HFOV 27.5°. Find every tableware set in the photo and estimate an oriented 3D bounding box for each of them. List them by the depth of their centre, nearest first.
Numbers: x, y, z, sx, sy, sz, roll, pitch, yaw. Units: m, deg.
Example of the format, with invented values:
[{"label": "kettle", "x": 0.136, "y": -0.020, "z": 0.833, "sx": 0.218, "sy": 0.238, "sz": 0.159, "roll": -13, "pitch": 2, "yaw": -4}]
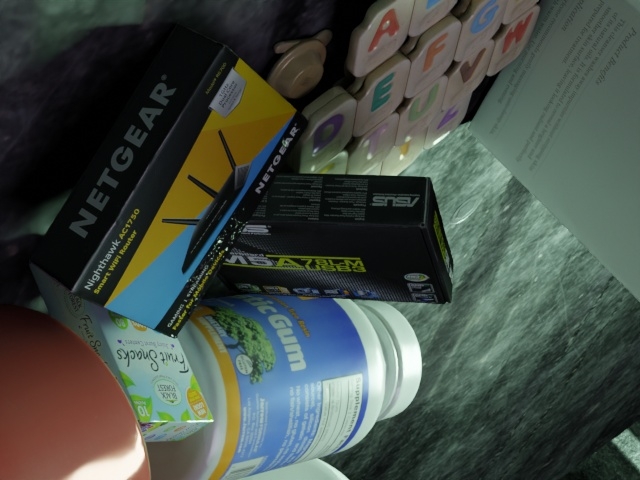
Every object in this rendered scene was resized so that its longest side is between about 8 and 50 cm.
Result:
[{"label": "tableware set", "x": -0.001, "y": -0.105, "z": 0.986, "sx": 0.141, "sy": 0.020, "sz": 0.169, "roll": -23, "pitch": 150, "yaw": -40}]

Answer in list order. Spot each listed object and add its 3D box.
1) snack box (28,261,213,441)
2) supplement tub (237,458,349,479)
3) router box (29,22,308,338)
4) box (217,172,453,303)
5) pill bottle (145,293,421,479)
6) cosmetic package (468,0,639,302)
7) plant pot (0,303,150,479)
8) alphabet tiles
[{"label": "snack box", "x": -0.139, "y": 0.072, "z": 0.921, "sx": 0.037, "sy": 0.141, "sz": 0.100, "roll": -32, "pitch": 161, "yaw": 19}, {"label": "supplement tub", "x": -0.046, "y": 0.384, "z": 1.533, "sx": 0.235, "sy": 0.235, "sz": 0.325, "roll": -36, "pitch": 157, "yaw": -14}, {"label": "router box", "x": -0.094, "y": -0.034, "z": 0.856, "sx": 0.179, "sy": 0.046, "sz": 0.133, "roll": -59, "pitch": 151, "yaw": -2}, {"label": "box", "x": 0.000, "y": 0.000, "z": 0.998, "sx": 0.184, "sy": 0.190, "sz": 0.045, "roll": 60, "pitch": 35, "yaw": -70}, {"label": "pill bottle", "x": -0.041, "y": 0.118, "z": 1.125, "sx": 0.272, "sy": 0.152, "sz": 0.152, "roll": -6, "pitch": 140, "yaw": -46}, {"label": "cosmetic package", "x": 0.336, "y": -0.063, "z": 1.133, "sx": 0.156, "sy": 0.385, "sz": 0.217, "roll": -21, "pitch": 151, "yaw": -41}, {"label": "plant pot", "x": -0.253, "y": 0.169, "z": 0.796, "sx": 0.243, "sy": 0.275, "sz": 0.275, "roll": -30, "pitch": 157, "yaw": -51}, {"label": "alphabet tiles", "x": 0.080, "y": -0.126, "z": 1.041, "sx": 0.284, "sy": 0.021, "sz": 0.278, "roll": -38, "pitch": 159, "yaw": -23}]
